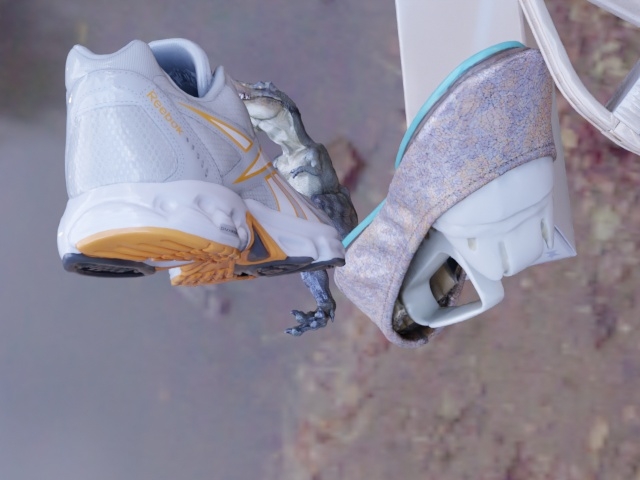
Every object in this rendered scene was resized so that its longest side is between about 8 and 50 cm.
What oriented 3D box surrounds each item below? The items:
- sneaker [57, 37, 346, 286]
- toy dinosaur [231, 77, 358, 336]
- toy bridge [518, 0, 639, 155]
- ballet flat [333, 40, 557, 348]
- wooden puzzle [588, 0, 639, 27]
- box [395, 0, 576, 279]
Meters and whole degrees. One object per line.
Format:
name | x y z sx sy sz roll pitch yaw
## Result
sneaker | -0.056 -0.041 0.908 0.099 0.262 0.121 -8 83 15
toy dinosaur | 0.000 0.000 1.313 0.064 0.118 0.268 -16 118 30
toy bridge | 0.142 -0.070 0.738 0.063 0.188 0.026 -53 7 -3
ballet flat | 0.095 -0.014 1.122 0.106 0.107 0.316 59 158 14
wooden puzzle | 0.486 -0.362 1.894 0.322 0.080 0.348 28 118 3
box | 0.173 -0.127 1.846 0.148 0.121 0.311 -14 64 18
